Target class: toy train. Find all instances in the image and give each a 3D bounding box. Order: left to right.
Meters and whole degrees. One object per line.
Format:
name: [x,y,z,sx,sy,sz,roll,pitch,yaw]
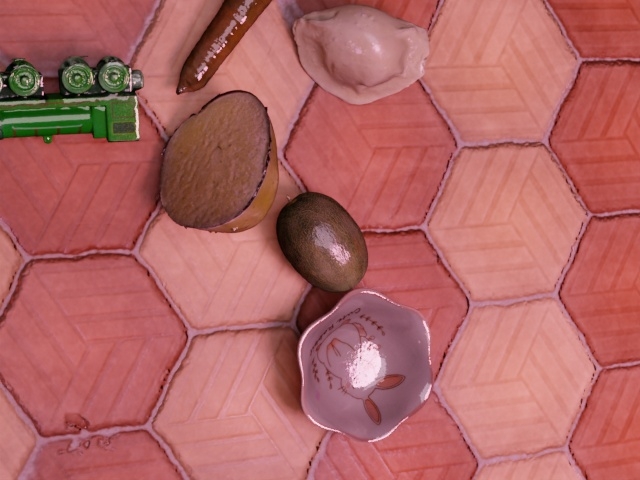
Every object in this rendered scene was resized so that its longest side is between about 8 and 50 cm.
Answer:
toy train: [-0.363,-0.187,1.490,0.251,0.085,0.119,-6,108,-15]

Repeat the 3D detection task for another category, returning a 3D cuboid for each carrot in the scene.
carrot: [-0.105,-0.344,1.581,0.070,0.070,0.342,37,85,-15]

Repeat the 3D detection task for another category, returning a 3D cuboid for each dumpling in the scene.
dumpling: [0.056,-0.270,1.619,0.111,0.181,0.155,-40,140,-49]

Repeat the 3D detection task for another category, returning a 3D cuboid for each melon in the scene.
melon: [0.000,0.000,1.591,0.114,0.114,0.167,-42,103,-14]

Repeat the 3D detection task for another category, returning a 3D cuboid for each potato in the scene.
potato: [-0.120,-0.094,1.547,0.117,0.182,0.202,32,56,-53]

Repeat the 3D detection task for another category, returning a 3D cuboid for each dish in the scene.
dish: [0.055,0.180,1.630,0.229,0.081,0.229,-1,93,-21]
